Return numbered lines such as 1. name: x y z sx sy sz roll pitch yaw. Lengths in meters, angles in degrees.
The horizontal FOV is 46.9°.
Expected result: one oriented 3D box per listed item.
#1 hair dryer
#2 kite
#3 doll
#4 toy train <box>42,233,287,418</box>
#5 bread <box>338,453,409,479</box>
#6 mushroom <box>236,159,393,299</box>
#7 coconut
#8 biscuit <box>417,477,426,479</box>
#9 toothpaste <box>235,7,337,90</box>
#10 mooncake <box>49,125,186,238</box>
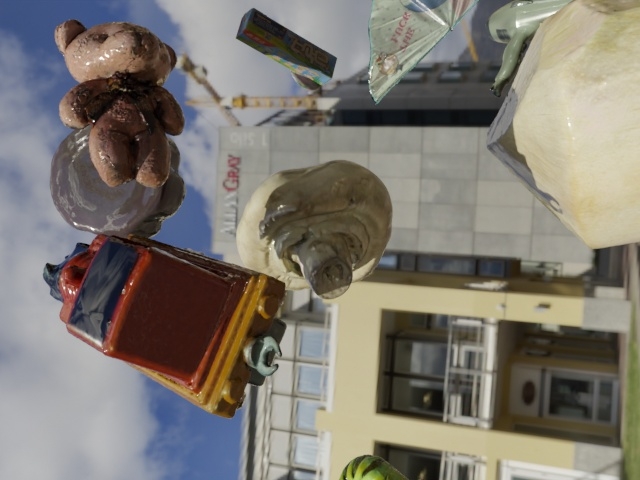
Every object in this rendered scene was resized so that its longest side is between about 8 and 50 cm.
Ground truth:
1. hair dryer: 0.405 -0.378 1.333 0.088 0.219 0.224 42 -140 -34
2. kite: 0.085 -0.341 0.925 0.011 0.315 0.335 -17 -72 -66
3. doll: -0.295 -0.229 1.142 0.156 0.201 0.303 -51 48 47
4. toy train: -0.185 0.080 0.854 0.232 0.369 0.163 31 -102 -41
5. bread: 0.086 0.421 1.214 0.071 0.139 0.130 2 -49 -48
6. mushroom: 0.000 0.000 1.192 0.254 0.260 0.234 25 -145 -33
7. coconut: 0.424 -0.179 0.997 0.415 0.416 0.344 63 -150 -55
8. biscuit: 0.148 0.407 1.026 0.026 0.237 0.131 26 -96 -51
9. toothpaste: -0.063 -0.349 1.371 0.193 0.044 0.070 24 -113 -27
10. mooncake: -0.378 -0.114 1.393 0.133 0.245 0.244 12 -98 -72
